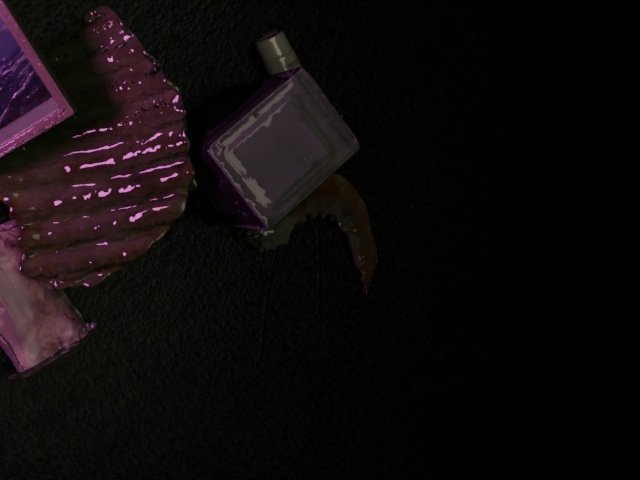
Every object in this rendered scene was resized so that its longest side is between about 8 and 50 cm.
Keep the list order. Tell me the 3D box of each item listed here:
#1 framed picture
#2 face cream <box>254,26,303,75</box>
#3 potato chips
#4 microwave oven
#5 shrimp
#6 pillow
[{"bbox_3d":[-0.561,-0.213,1.639,0.335,0.022,0.247,-28,103,14],"label":"framed picture"},{"bbox_3d":[-0.042,-0.256,1.953,0.092,0.058,0.243,-41,112,-36],"label":"face cream"},{"bbox_3d":[-0.366,-0.141,1.688,0.389,0.097,0.373,-36,87,15],"label":"potato chips"},{"bbox_3d":[-0.116,-0.152,1.792,0.237,0.295,0.181,-42,108,-17],"label":"microwave oven"},{"bbox_3d":[0.000,-0.033,1.986,0.287,0.068,0.185,24,86,-33],"label":"shrimp"},{"bbox_3d":[-0.481,0.091,1.771,0.169,0.059,0.255,-33,104,-22],"label":"pillow"}]
